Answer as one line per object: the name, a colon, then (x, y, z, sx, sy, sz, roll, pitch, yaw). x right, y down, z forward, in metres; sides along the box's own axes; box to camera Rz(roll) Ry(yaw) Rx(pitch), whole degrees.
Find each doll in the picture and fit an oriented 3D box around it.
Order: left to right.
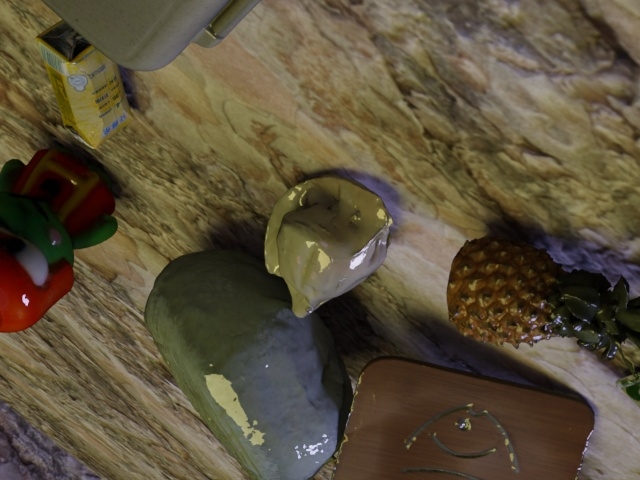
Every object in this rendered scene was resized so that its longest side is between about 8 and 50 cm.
doll: (-0.415, 0.027, 1.331, 0.182, 0.363, 0.160, 34, 139, 2)

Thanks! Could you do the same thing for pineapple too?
pineapple: (0.260, 0.060, 0.971, 0.277, 0.119, 0.130, 13, 99, 31)

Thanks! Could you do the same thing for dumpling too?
dumpling: (0.000, 0.000, 1.140, 0.136, 0.118, 0.199, 45, 124, 12)

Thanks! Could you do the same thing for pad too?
pad: (0.161, 0.286, 1.240, 0.286, 0.018, 0.284, 13, 111, -2)

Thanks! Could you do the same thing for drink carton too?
drink carton: (-0.268, -0.166, 1.191, 0.074, 0.084, 0.200, 34, 152, 23)

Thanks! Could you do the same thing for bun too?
bun: (-0.086, 0.157, 1.336, 0.354, 0.194, 0.354, 51, 165, 20)

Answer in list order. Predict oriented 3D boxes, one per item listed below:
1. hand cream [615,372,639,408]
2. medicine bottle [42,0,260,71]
hand cream: (0.437, 0.234, 1.094, 0.276, 0.059, 0.095, 44, 147, -7)
medicine bottle: (-0.150, -0.300, 0.843, 0.282, 0.123, 0.375, 43, 148, -12)
